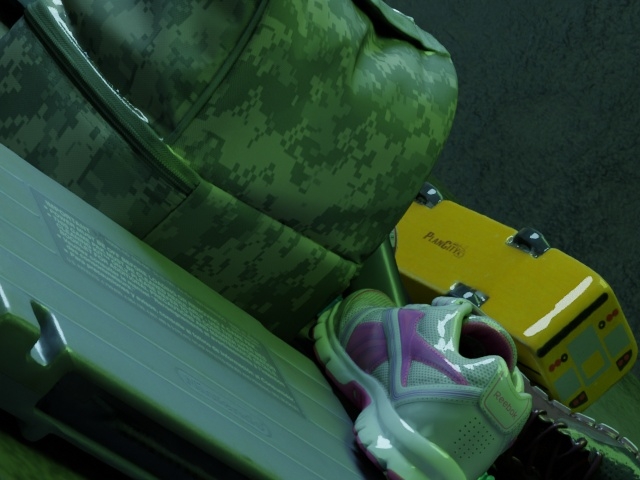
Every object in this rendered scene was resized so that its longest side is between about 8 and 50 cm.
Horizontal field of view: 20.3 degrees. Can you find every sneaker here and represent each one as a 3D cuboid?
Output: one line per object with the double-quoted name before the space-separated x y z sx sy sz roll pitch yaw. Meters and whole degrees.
"sneaker" 0.075 0.089 1.165 0.103 0.111 0.252 50 4 -25
"sneaker" 0.170 0.180 1.569 0.281 0.106 0.162 37 11 21

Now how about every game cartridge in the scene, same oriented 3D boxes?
"game cartridge" -0.091 0.073 1.008 0.355 0.068 0.230 37 8 -38

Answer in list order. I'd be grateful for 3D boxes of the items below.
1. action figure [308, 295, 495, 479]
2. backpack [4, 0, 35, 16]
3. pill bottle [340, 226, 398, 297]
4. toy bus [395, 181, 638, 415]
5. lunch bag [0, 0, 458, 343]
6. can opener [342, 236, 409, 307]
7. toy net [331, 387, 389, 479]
"action figure" 0.058 0.124 1.395 0.232 0.063 0.137 47 7 37
"backpack" -0.199 -0.302 1.650 0.355 0.273 0.290 -16 69 -55
"pill bottle" 0.000 0.000 1.545 0.108 0.108 0.180 46 10 9
"toy bus" 0.160 0.050 1.788 0.333 0.108 0.130 27 -27 54
"lunch bag" -0.058 -0.091 1.237 0.212 0.256 0.305 51 11 32
"can opener" 0.005 -0.001 1.391 0.076 0.095 0.283 69 5 -53
"toy net" 0.067 0.185 1.242 0.232 0.045 0.122 39 13 -24
